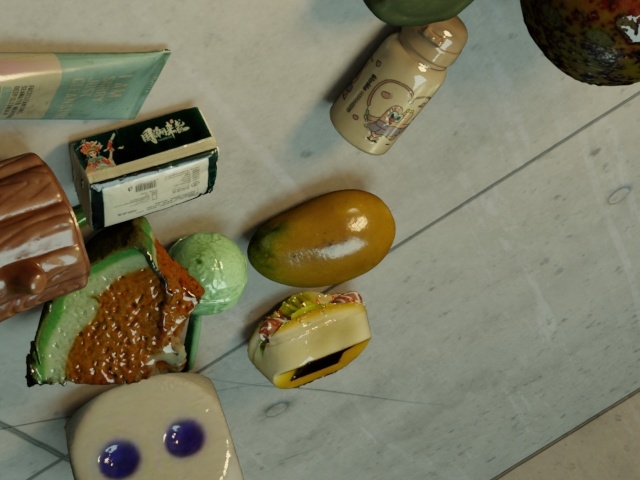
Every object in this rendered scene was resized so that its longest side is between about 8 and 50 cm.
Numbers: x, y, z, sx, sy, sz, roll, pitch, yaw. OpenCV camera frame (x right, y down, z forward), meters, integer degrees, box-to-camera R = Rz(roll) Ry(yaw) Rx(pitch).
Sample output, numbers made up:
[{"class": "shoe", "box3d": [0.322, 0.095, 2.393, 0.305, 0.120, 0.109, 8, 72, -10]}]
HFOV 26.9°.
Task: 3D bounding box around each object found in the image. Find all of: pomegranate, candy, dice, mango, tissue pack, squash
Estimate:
[{"class": "pomegranate", "box3d": [0.418, -0.297, 1.652, 0.285, 0.341, 0.285, -56, 174, -9]}, {"class": "candy", "box3d": [-0.190, 0.120, 2.017, 0.119, 0.119, 0.440, -18, 157, -20]}, {"class": "dice", "box3d": [-0.258, 0.373, 2.148, 0.251, 0.243, 0.259, -18, 158, -9]}, {"class": "mango", "box3d": [0.003, 0.003, 1.966, 0.221, 0.120, 0.151, -20, 146, -4]}, {"class": "tissue pack", "box3d": [-0.217, -0.089, 1.659, 0.170, 0.090, 0.103, -17, 147, -19]}, {"class": "squash", "box3d": [-0.299, -0.035, 1.732, 0.089, 0.027, 0.027, -28, 150, -10]}]

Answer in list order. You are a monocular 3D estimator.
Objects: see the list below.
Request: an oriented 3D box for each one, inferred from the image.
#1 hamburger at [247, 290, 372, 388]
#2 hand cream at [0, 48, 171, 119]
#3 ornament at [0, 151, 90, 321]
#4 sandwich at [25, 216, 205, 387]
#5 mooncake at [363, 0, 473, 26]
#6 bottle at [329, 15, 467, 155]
[{"class": "hamburger", "box3d": [-0.015, 0.158, 2.199, 0.210, 0.116, 0.173, -19, 157, -26]}, {"class": "hand cream", "box3d": [-0.307, -0.167, 1.487, 0.312, 0.070, 0.111, -6, 140, -43]}, {"class": "ornament", "box3d": [-0.396, 0.012, 1.547, 0.218, 0.221, 0.235, -23, 123, -20]}, {"class": "sandwich", "box3d": [-0.267, 0.087, 1.795, 0.212, 0.109, 0.292, 14, 126, -9]}, {"class": "mooncake", "box3d": [0.120, -0.335, 1.572, 0.175, 0.104, 0.168, -34, 153, 11]}, {"class": "bottle", "box3d": [0.109, -0.217, 1.753, 0.209, 0.097, 0.110, -49, -177, 29]}]
